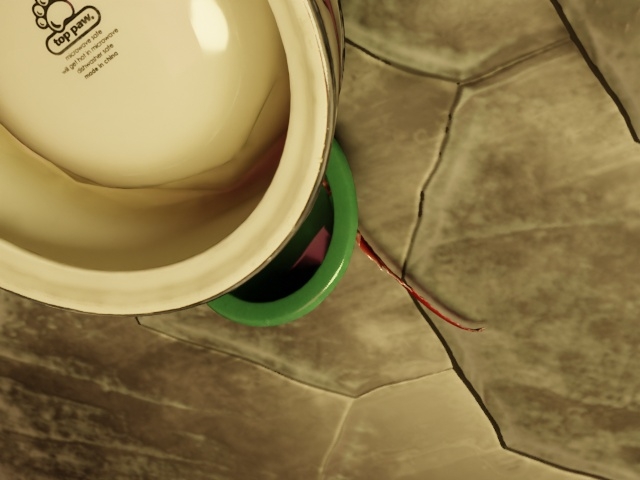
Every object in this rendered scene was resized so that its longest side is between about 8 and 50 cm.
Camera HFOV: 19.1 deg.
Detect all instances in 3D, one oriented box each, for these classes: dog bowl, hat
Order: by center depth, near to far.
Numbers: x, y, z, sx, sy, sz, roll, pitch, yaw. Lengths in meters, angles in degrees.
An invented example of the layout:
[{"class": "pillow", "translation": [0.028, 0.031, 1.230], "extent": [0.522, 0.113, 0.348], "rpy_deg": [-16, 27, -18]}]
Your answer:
[{"class": "dog bowl", "translation": [-0.164, -0.153, 1.434], "extent": [0.408, 0.150, 0.408], "rpy_deg": [8, 120, 15]}, {"class": "hat", "translation": [0.000, 0.000, 1.607], "extent": [0.173, 0.183, 0.208], "rpy_deg": [-23, 73, 26]}]
